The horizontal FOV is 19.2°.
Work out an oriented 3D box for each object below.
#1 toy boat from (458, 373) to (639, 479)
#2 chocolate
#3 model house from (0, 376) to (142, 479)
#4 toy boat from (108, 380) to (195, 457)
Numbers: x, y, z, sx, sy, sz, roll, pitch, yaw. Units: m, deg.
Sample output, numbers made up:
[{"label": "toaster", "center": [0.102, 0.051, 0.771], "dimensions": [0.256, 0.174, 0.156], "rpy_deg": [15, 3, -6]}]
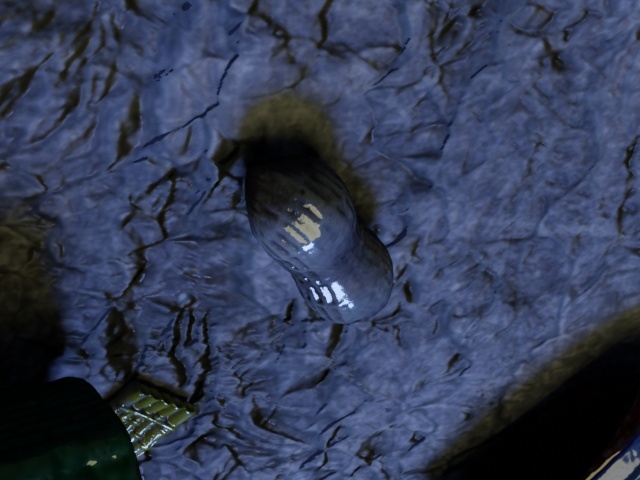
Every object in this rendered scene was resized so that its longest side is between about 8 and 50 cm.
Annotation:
[{"label": "toy boat", "center": [0.221, 0.211, 1.571], "dimensions": [0.309, 0.129, 0.142], "rpy_deg": [-40, 126, 20]}, {"label": "chocolate", "center": [0.000, 0.000, 1.289], "dimensions": [0.072, 0.072, 0.167], "rpy_deg": [-27, 140, 6]}, {"label": "model house", "center": [-0.302, 0.261, 1.255], "dimensions": [0.382, 0.334, 0.342], "rpy_deg": [-14, 141, -18]}, {"label": "toy boat", "center": [-0.154, 0.150, 1.429], "dimensions": [0.115, 0.016, 0.063], "rpy_deg": [-42, 136, 22]}]
